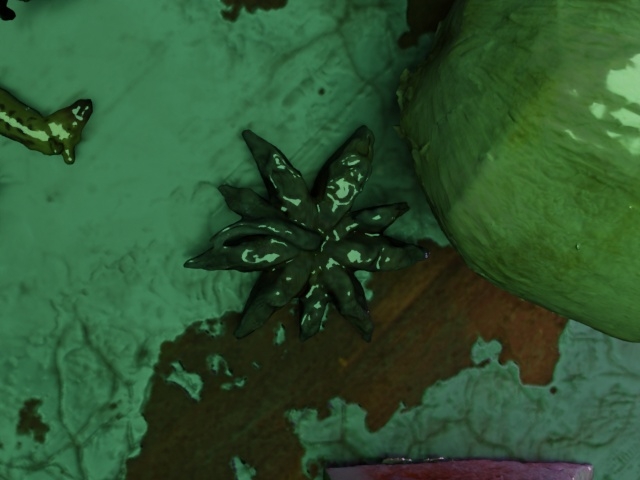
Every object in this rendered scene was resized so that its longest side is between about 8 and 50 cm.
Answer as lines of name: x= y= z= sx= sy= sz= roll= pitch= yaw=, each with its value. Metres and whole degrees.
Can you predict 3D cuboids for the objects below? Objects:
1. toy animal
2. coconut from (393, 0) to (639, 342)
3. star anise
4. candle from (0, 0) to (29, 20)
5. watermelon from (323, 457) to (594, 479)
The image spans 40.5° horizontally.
toy animal: x=-0.285 y=-0.148 z=0.603 sx=0.149 sy=0.054 sz=0.276 roll=-35 pitch=103 yaw=-9
coconut: x=0.193 y=-0.096 z=0.593 sx=0.254 sy=0.297 sz=0.297 roll=35 pitch=91 yaw=0
star anise: x=0.000 y=0.000 z=0.682 sx=0.182 sy=0.065 sz=0.195 roll=22 pitch=90 yaw=-16
candle: x=-0.146 y=-0.284 z=0.598 sx=0.084 sy=0.059 sz=0.302 roll=31 pitch=85 yaw=-17
watermelon: x=0.141 y=0.288 z=0.737 sx=0.231 sy=0.193 sz=0.310 roll=-30 pitch=92 yaw=14
